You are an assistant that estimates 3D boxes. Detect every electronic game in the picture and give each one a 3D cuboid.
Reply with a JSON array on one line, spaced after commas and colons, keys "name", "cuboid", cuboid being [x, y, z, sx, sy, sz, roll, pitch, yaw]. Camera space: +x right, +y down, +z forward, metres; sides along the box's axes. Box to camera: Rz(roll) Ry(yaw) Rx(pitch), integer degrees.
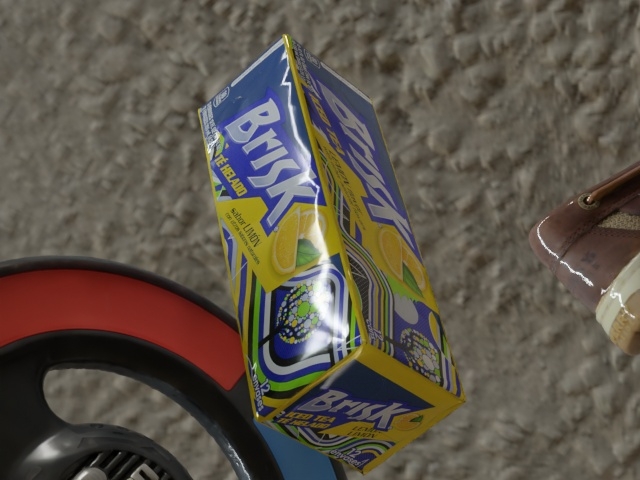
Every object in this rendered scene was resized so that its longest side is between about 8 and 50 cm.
[{"name": "electronic game", "cuboid": [-0.081, 0.112, 0.527, 0.048, 0.229, 0.229, -37, 68, 49]}]

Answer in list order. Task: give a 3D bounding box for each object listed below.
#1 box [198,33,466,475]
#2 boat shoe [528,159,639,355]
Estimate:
[{"name": "box", "cuboid": [0.000, 0.000, 0.543, 0.054, 0.059, 0.169, -38, 42, 23]}, {"name": "boat shoe", "cuboid": [0.274, -0.062, 0.958, 0.342, 0.123, 0.123, -37, 65, -26]}]
